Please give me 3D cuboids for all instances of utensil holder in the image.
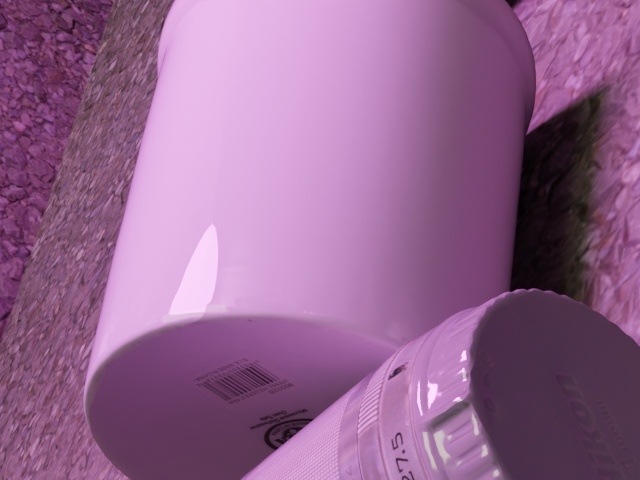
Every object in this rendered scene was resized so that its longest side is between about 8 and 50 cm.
[{"bbox_3d":[0.000,0.000,1.329,0.327,0.327,0.385,-39,32,43],"label":"utensil holder"}]

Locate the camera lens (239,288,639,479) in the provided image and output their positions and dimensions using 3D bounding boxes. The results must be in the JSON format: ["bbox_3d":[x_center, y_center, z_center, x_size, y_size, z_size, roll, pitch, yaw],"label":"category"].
[{"bbox_3d":[0.079,0.183,1.028,0.274,0.219,0.219,-43,26,37],"label":"camera lens"}]
